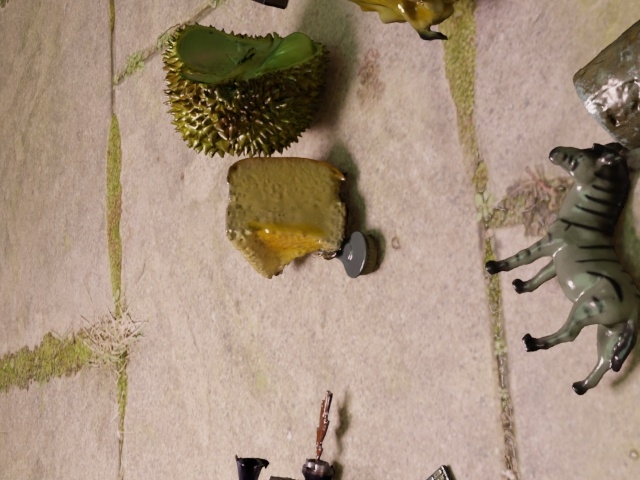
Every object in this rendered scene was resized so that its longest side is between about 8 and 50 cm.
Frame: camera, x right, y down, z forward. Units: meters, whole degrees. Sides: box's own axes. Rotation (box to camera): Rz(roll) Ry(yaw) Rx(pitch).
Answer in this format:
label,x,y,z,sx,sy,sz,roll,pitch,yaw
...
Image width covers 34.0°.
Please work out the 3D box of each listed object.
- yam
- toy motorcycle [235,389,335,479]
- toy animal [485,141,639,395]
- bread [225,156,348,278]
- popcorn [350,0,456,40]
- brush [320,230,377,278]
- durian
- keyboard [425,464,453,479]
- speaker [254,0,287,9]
label,x,y,z,sx,sy,sz,roll,pitch,yaw
yam,0.317,-0.159,0.937,0.194,0.107,0.107,-38,55,47
toy motorcycle,-0.061,0.391,1.366,0.207,0.134,0.400,13,-97,-81
toy animal,0.261,0.022,1.026,0.176,0.073,0.216,-39,57,28
bread,-0.031,-0.028,1.436,0.160,0.169,0.140,-4,66,14
popcorn,0.088,-0.344,1.189,0.249,0.249,0.225,19,109,55
brush,0.000,0.000,1.451,0.266,0.027,0.062,21,102,58
durian,-0.108,-0.205,1.452,0.200,0.237,0.176,32,123,52
keyboard,0.158,0.343,1.177,0.055,0.014,0.176,-52,46,34
speaker,-0.116,-0.424,1.654,0.218,0.044,0.082,36,114,51
